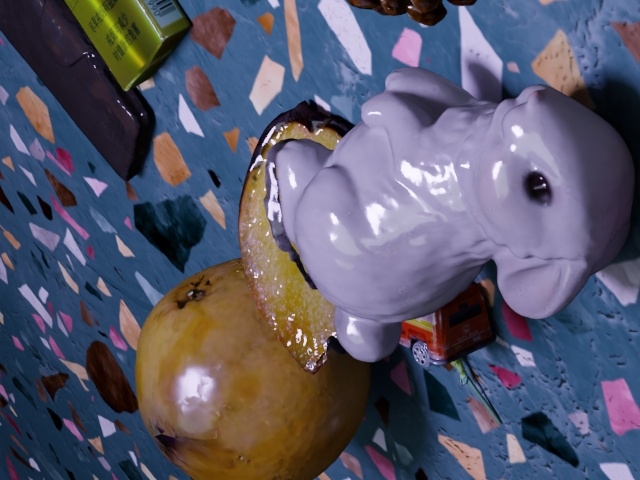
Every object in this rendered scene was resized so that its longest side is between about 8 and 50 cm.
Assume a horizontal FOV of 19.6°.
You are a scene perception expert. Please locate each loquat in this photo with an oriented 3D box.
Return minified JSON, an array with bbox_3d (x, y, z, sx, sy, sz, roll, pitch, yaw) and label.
[{"bbox_3d":[-0.072,0.143,2.009,0.263,0.263,0.263,41,150,31],"label":"loquat"}]

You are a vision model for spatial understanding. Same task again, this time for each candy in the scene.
[{"bbox_3d":[0.145,0.139,1.881,0.035,0.035,0.123,-34,100,21],"label":"candy"}]

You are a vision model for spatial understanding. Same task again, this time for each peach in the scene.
[{"bbox_3d":[0.003,-0.001,1.851,0.189,0.068,0.279,-18,69,47],"label":"peach"}]

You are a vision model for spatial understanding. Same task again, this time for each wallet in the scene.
[{"bbox_3d":[-0.312,-0.220,2.262,0.309,0.042,0.165,52,155,12],"label":"wallet"}]

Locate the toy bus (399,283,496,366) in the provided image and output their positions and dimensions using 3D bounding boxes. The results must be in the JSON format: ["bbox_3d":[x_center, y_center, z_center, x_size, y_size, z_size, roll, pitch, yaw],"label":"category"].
[{"bbox_3d":[0.090,0.062,1.836,0.174,0.079,0.077,24,130,50],"label":"toy bus"}]

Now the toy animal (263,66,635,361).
[{"bbox_3d":[0.123,-0.024,1.577,0.357,0.194,0.257,0,109,51],"label":"toy animal"}]

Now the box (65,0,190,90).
[{"bbox_3d":[-0.265,-0.328,2.057,0.311,0.043,0.173,56,154,2],"label":"box"}]

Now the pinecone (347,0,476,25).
[{"bbox_3d":[0.067,-0.254,1.438,0.173,0.174,0.173,41,150,31],"label":"pinecone"}]
